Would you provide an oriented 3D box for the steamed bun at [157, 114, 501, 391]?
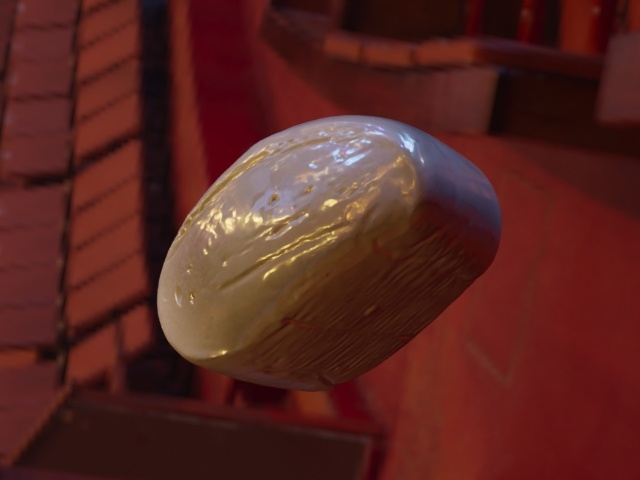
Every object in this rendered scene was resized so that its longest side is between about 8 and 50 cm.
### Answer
[{"bbox_3d":[0.000,0.000,1.384,0.250,0.200,0.154,-41,60,20],"label":"steamed bun"}]
